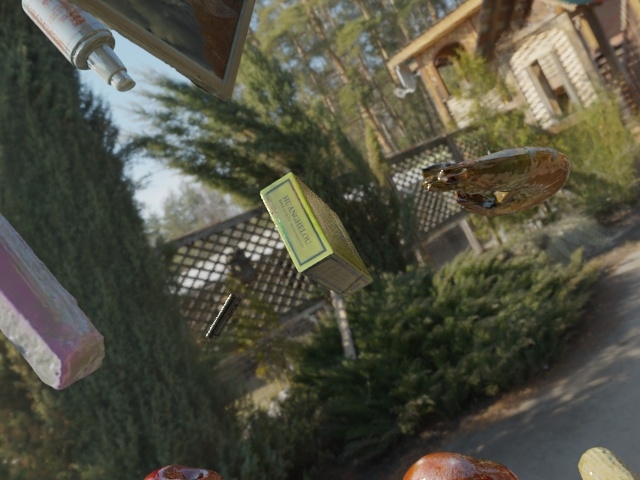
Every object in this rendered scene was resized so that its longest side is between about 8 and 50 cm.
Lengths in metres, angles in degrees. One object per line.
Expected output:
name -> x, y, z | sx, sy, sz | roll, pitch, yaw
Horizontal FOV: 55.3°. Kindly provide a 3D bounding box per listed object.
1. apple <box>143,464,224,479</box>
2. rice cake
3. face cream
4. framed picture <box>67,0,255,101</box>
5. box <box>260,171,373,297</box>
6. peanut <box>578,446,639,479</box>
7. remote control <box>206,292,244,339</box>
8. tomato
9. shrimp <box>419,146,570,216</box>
apple -> -0.322, 0.640, 1.395 | 0.260, 0.217, 0.260 | 10, -6, 1
rice cake -> -0.349, -0.004, 0.610 | 0.056, 0.365, 0.073 | -36, 5, 28
face cream -> -0.454, -0.385, 1.178 | 0.101, 0.252, 0.101 | -42, -3, -3
framed picture -> -0.169, -0.268, 0.583 | 0.249, 0.184, 0.016 | 29, -31, -35
box -> 0.000, 0.000, 0.940 | 0.064, 0.141, 0.220 | -33, -22, 11
peanut -> 0.321, 0.266, 0.658 | 0.053, 0.054, 0.113 | -26, 16, 2
remote control -> -0.157, 0.127, 1.015 | 0.091, 0.016, 0.034 | -58, -28, 13
tomato -> 0.230, 0.417, 0.972 | 0.236, 0.237, 0.095 | -27, 23, 33
shrimp -> 0.250, -0.083, 0.881 | 0.248, 0.068, 0.150 | 4, -39, -27
